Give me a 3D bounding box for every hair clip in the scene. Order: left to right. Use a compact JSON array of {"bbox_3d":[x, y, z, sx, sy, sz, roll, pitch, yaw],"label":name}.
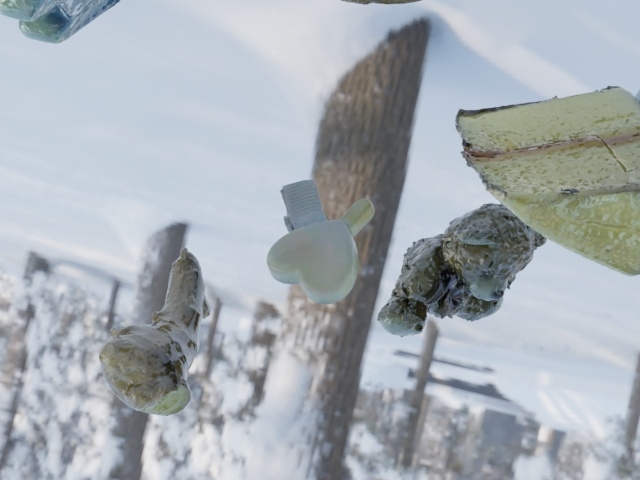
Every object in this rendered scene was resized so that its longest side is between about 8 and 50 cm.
[{"bbox_3d":[0.002,-0.002,1.541,0.159,0.218,0.071,-20,131,1],"label":"hair clip"}]

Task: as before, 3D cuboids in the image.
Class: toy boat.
[{"bbox_3d":[-0.253,-0.376,1.336,0.123,0.330,0.215,46,180,4],"label":"toy boat"}]

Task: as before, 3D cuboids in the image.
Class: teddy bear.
[{"bbox_3d":[0.235,0.039,1.826,0.267,0.156,0.256,-6,162,-44],"label":"teddy bear"}]

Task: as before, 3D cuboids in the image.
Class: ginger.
[{"bbox_3d":[-0.205,0.115,1.483,0.131,0.086,0.294,37,-148,-16],"label":"ginger"}]

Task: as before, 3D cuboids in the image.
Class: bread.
[{"bbox_3d":[0.240,-0.093,1.135,0.178,0.135,0.240,23,-156,-20],"label":"bread"}]

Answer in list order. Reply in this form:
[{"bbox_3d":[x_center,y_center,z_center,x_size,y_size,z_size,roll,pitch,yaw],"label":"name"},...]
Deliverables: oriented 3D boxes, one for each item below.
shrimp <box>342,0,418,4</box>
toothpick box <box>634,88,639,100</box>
[{"bbox_3d":[0.095,-0.311,1.121,0.253,0.173,0.058,-25,150,-5],"label":"shrimp"},{"bbox_3d":[0.612,-0.073,1.671,0.263,0.263,0.354,8,129,46],"label":"toothpick box"}]
